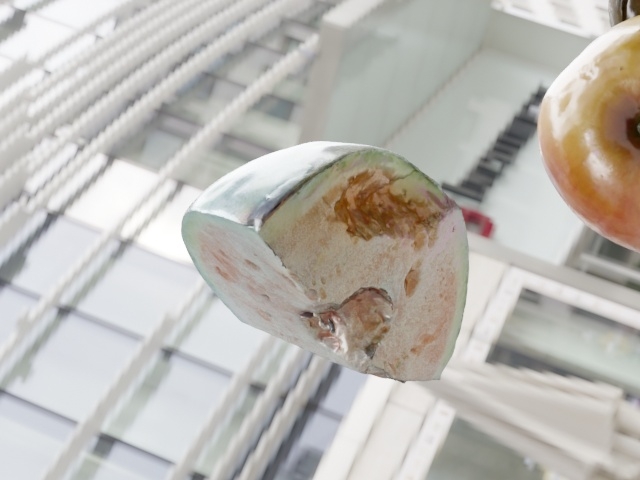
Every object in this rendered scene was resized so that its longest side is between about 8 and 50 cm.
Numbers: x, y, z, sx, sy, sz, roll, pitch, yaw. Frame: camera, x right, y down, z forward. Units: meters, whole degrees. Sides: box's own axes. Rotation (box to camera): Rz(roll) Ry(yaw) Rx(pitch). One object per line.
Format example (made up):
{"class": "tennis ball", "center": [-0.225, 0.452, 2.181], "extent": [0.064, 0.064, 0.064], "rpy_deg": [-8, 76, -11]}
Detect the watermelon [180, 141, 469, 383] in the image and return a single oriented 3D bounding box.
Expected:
{"class": "watermelon", "center": [0.004, -0.005, 1.331], "extent": [0.175, 0.188, 0.322], "rpy_deg": [-53, -38, -18]}

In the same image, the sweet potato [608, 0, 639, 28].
{"class": "sweet potato", "center": [0.358, -0.296, 1.460], "extent": [0.286, 0.085, 0.112], "rpy_deg": [121, 164, -70]}

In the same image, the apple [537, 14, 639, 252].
{"class": "apple", "center": [0.328, -0.091, 1.381], "extent": [0.241, 0.242, 0.242], "rpy_deg": [10, -80, -60]}
